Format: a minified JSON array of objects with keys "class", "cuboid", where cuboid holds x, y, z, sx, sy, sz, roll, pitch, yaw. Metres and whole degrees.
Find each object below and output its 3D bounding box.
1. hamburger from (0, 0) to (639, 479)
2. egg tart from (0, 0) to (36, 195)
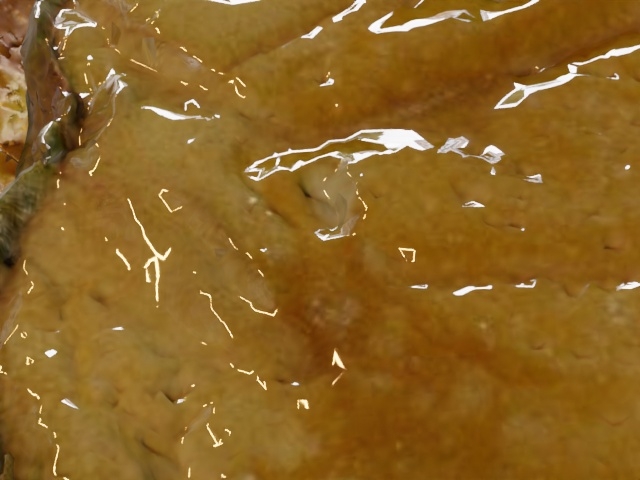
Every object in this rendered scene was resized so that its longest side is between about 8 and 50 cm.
[{"class":"hamburger","cuboid":[0.053,0.045,0.392,0.265,0.134,0.285,2,55,8]},{"class":"egg tart","cuboid":[-0.122,-0.030,1.089,0.290,0.290,0.115,54,13,13]}]
